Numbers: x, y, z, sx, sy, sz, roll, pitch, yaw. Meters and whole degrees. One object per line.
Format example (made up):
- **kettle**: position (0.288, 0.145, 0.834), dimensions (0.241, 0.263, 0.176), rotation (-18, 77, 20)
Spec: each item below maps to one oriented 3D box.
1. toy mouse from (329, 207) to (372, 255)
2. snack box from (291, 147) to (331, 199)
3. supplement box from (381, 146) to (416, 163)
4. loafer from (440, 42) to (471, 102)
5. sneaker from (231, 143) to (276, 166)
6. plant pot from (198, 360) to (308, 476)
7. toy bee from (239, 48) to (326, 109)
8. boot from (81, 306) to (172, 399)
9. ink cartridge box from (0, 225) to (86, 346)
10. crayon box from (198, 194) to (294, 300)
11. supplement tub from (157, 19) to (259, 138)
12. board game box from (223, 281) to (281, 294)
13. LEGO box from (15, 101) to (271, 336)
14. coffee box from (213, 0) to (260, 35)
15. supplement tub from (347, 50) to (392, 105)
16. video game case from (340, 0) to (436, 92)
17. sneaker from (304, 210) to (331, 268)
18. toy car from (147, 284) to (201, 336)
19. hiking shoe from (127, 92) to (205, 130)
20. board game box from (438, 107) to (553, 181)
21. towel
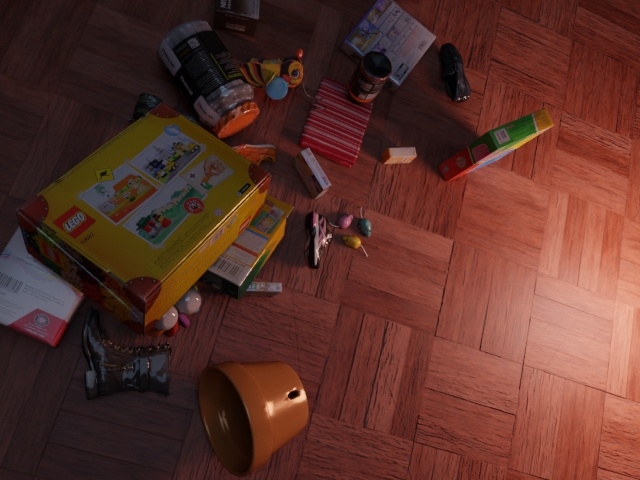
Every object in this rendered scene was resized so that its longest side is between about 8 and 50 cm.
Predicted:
- **toy mouse**: position (0.113, -0.049, 1.896), dimensions (0.161, 0.031, 0.143), rotation (28, 70, -9)
- **snack box**: position (-0.029, -0.208, 1.854), dimensions (0.037, 0.100, 0.141), rotation (-29, 86, -22)
- **supplement box**: position (0.263, -0.284, 1.984), dimensions (0.098, 0.062, 0.036), rotation (-5, 77, -17)
- **loafer**: position (0.472, -0.601, 2.119), dimensions (0.078, 0.076, 0.223), rotation (-14, 85, -28)
- **sneaker**: position (-0.219, -0.262, 1.832), dimensions (0.175, 0.064, 0.068), rotation (-4, 88, -15)
- **plant pot**: position (-0.170, 0.446, 1.573), dimensions (0.203, 0.291, 0.291), rotation (-11, 80, -37)
- **toy bee**: position (-0.119, -0.536, 1.876), dimensions (0.298, 0.162, 0.195), rotation (2, 32, -25)
- **boot**: position (-0.518, 0.302, 1.597), dimensions (0.228, 0.091, 0.263), rotation (-4, 82, -23)
- **ink cartridge box**: position (-0.720, 0.097, 1.551), dimensions (0.226, 0.131, 0.306), rotation (28, 68, -9)
- **crayon box**: position (-0.238, -0.007, 1.692), dimensions (0.203, 0.083, 0.323), rotation (25, 53, 10)
- **supplement tub**: position (-0.331, -0.479, 1.779), dimensions (0.193, 0.193, 0.316), rotation (-33, 87, -21)
- **board game box**: position (-0.198, 0.141, 1.715), dimensions (0.154, 0.103, 0.026), rotation (3, 76, -17)
- **LEGO box**: position (-0.426, -0.073, 1.510), dimensions (0.372, 0.193, 0.500), rotation (35, 54, 7)
- **coffee box**: position (-0.269, -0.814, 1.931), dimensions (0.141, 0.098, 0.247), rotation (7, 75, -15)
- **supplement tub**: position (0.150, -0.513, 1.903), dimensions (0.106, 0.198, 0.106), rotation (4, 73, -15)
- **video game case**: position (0.239, -0.694, 2.078), dimensions (0.244, 0.061, 0.270), rotation (39, 69, -6)
- **sneaker**: position (0.000, 0.000, 1.832), dimensions (0.077, 0.072, 0.178), rotation (8, 80, -26)
- **toy car**: position (-0.410, 0.194, 1.627), dimensions (0.182, 0.159, 0.136), rotation (-35, 126, -29)
- **hiking shoe**: position (-0.457, -0.345, 1.778), dimensions (0.226, 0.086, 0.114), rotation (27, 86, -5)
- **board game box**: position (0.569, -0.309, 1.948), dimensions (0.242, 0.316, 0.064), rotation (-24, 85, -20)
- **towel**: position (0.055, -0.394, 1.965), dimensions (0.198, 0.031, 0.275), rotation (21, 70, -9)
